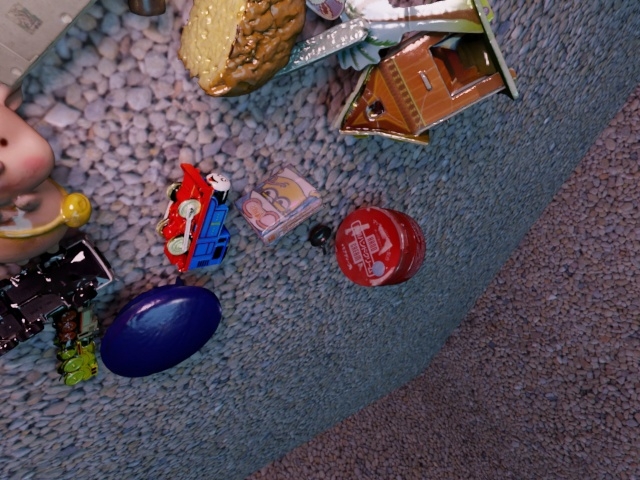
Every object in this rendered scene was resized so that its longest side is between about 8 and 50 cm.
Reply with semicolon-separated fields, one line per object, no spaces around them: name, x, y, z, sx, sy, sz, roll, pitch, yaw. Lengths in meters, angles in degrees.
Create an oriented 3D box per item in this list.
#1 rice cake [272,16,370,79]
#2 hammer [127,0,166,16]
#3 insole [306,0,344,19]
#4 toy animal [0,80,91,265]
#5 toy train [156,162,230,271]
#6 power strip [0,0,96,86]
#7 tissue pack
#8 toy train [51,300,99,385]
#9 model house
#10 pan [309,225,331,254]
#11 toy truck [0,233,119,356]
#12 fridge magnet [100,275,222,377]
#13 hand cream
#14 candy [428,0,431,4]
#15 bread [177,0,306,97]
rice cake;-0.036;-0.303;0.712;0.246;0.045;0.042;-23;110;0
hammer;-0.192;-0.455;0.421;0.169;0.044;0.439;-23;143;-30
insole;-0.025;-0.413;0.660;0.065;0.004;0.197;-45;139;15
toy animal;-0.407;-0.063;0.558;0.165;0.149;0.247;-40;145;-38
toy train;-0.233;-0.041;0.830;0.131;0.082;0.203;-8;136;-43
power strip;-0.293;-0.279;0.469;0.272;0.052;0.078;-39;144;11
tissue pack;-0.085;-0.076;0.918;0.155;0.115;0.065;-36;150;-13
toy train;-0.484;0.193;0.860;0.085;0.053;0.249;-23;143;-43
model house;0.159;-0.362;0.856;0.324;0.339;0.300;-25;-165;23
pan;0.000;0.000;1.188;0.069;0.023;0.115;-33;144;-18
toy truck;-0.461;0.092;0.704;0.243;0.101;0.125;-33;-170;-14
fridge magnet;-0.344;0.196;0.956;0.266;0.112;0.265;-28;144;-22
hand cream;0.168;0.018;1.211;0.150;0.230;0.230;1;128;-49
candy;0.234;-0.504;0.858;0.025;0.023;0.083;11;134;-13
bread;-0.100;-0.320;0.608;0.140;0.143;0.228;-16;144;-53
